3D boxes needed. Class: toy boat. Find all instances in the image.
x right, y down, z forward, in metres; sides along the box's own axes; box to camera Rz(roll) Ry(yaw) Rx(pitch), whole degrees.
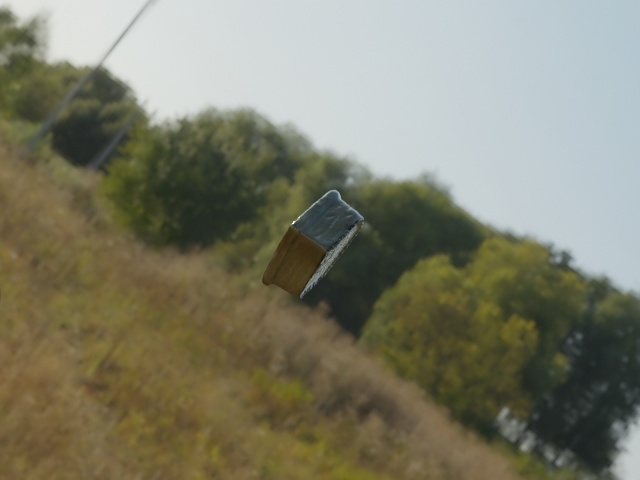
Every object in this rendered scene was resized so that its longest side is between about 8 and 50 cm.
[{"bbox_3d":[0.000,0.000,1.938,0.061,0.116,0.188,34,33,8],"label":"toy boat"}]
